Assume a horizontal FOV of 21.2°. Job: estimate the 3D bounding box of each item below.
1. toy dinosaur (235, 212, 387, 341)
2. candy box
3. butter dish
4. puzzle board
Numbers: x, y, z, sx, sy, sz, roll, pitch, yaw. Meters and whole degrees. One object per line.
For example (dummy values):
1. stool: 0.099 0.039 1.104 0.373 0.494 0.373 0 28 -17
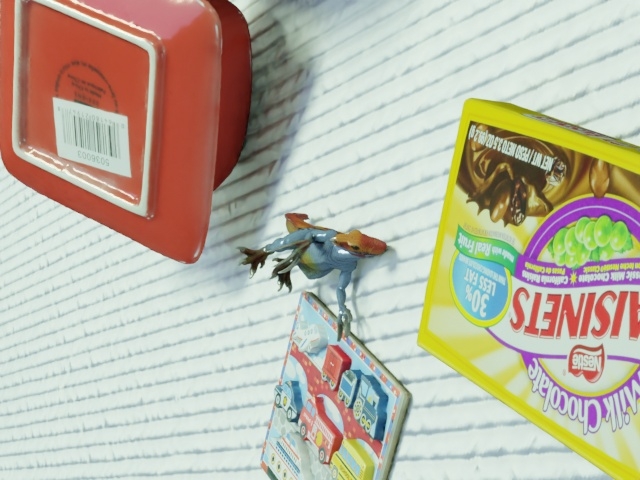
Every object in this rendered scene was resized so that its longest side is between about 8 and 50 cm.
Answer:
1. toy dinosaur: 0.000 0.000 0.801 0.082 0.047 0.090 -22 42 37
2. candy box: 0.094 0.017 0.595 0.206 0.027 0.105 -149 66 -65
3. butter dish: -0.093 -0.093 0.955 0.160 0.118 0.160 25 123 29
4. puzzle board: 0.001 0.089 0.802 0.128 0.011 0.096 -136 58 -62
